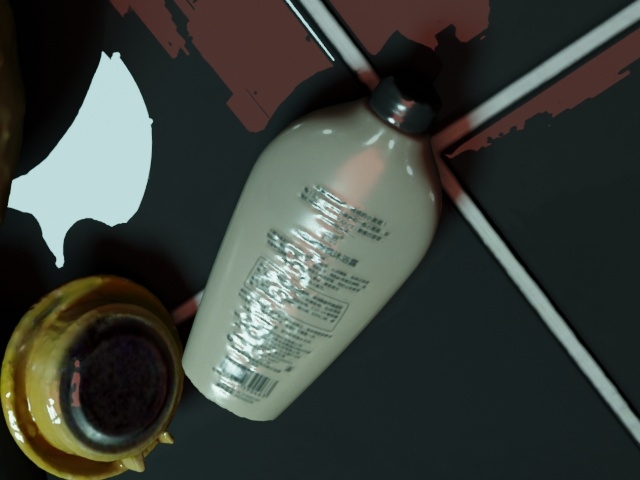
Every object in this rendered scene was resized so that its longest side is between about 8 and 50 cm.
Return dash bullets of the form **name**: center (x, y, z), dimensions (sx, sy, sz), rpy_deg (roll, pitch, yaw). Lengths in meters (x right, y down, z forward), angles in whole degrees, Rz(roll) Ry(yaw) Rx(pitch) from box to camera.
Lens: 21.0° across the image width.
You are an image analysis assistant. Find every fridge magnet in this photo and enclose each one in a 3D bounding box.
- **fridge magnet**: center (-0.150, 0.094, 1.175), dimensions (0.063, 0.143, 0.143), rpy_deg (8, 124, 50)

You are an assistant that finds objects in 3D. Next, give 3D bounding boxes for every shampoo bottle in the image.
- **shampoo bottle**: center (0.000, 0.000, 1.141), dimensions (0.127, 0.078, 0.257), rpy_deg (31, 115, -3)

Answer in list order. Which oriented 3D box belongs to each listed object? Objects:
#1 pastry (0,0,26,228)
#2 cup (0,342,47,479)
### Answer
- **pastry**: center (-0.374, -0.095, 1.046), dimensions (0.410, 0.245, 0.409), rpy_deg (2, 110, 5)
- **cup**: center (-0.305, 0.139, 1.193), dimensions (0.223, 0.169, 0.176), rpy_deg (-1, 110, 24)
